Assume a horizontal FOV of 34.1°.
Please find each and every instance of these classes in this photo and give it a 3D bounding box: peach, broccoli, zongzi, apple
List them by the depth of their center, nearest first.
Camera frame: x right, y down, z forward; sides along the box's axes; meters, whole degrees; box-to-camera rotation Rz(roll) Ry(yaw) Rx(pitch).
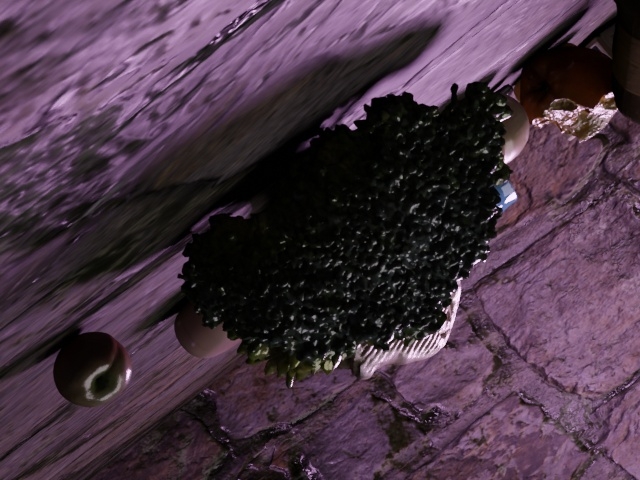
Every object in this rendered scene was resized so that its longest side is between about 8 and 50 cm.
[{"bbox_3d":[-0.240,0.134,1.096,0.083,0.083,0.083,-38,175,-4],"label":"peach"},{"bbox_3d":[-0.004,0.008,1.137,0.353,0.274,0.397,-10,178,-40],"label":"broccoli"},{"bbox_3d":[0.585,-0.351,1.606,0.317,0.154,0.289,-38,151,-12],"label":"zongzi"},{"bbox_3d":[0.412,-0.254,1.740,0.156,0.147,0.158,1,165,45],"label":"apple"}]

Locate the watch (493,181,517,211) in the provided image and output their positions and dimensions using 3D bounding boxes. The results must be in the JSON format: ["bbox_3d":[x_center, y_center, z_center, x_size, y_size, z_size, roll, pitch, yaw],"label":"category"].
[{"bbox_3d":[0.285,-0.104,1.971,0.211,0.211,0.193,-38,-167,-3],"label":"watch"}]

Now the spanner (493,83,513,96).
[{"bbox_3d":[0.217,-0.174,1.822,0.325,0.026,0.093,-40,175,40],"label":"spanner"}]

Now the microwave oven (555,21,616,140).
[{"bbox_3d":[0.594,-0.350,2.183,0.194,0.145,0.240,-38,175,-30],"label":"microwave oven"}]

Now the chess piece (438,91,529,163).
[{"bbox_3d":[0.206,-0.124,1.591,0.300,0.167,0.167,-43,178,-31],"label":"chess piece"}]

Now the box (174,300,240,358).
[{"bbox_3d":[-0.121,0.094,1.476,0.146,0.088,0.200,-43,172,28],"label":"box"}]

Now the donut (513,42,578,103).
[{"bbox_3d":[0.413,-0.296,1.889,0.152,0.058,0.152,-39,175,-4],"label":"donut"}]

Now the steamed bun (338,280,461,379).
[{"bbox_3d":[0.105,0.072,1.945,0.324,0.219,0.309,-18,125,-41],"label":"steamed bun"}]
